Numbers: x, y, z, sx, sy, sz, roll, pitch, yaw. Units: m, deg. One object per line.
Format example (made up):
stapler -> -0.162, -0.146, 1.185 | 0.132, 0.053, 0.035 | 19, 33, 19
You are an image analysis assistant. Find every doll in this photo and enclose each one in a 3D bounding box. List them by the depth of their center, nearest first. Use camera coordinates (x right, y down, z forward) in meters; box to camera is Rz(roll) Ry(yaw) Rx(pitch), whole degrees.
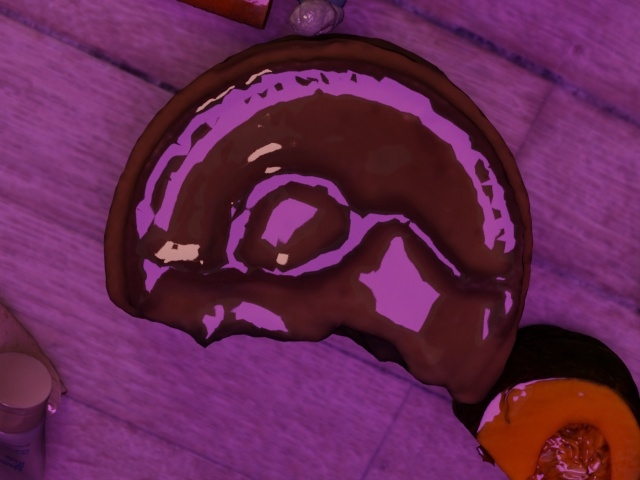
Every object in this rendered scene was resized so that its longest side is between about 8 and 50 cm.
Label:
doll -> -0.007, -0.279, 1.754 | 0.071, 0.214, 0.103 | -19, 148, 33

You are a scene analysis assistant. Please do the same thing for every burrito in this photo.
burrito -> -0.340, 0.096, 1.875 | 0.087, 0.060, 0.226 | -26, 116, 29

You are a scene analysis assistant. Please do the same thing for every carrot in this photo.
carrot -> -0.145, -0.261, 1.798 | 0.210, 0.061, 0.061 | 17, 104, -4

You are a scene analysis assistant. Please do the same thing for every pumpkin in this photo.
pumpkin -> 0.224, 0.231, 1.908 | 0.190, 0.139, 0.280 | 5, 102, -8

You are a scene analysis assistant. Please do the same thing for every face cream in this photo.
face cream -> -0.325, 0.207, 1.878 | 0.114, 0.070, 0.224 | 19, 133, -8

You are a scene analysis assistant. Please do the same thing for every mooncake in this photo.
mooncake -> 0.000, 0.000, 1.784 | 0.394, 0.246, 0.393 | -25, 99, 1
